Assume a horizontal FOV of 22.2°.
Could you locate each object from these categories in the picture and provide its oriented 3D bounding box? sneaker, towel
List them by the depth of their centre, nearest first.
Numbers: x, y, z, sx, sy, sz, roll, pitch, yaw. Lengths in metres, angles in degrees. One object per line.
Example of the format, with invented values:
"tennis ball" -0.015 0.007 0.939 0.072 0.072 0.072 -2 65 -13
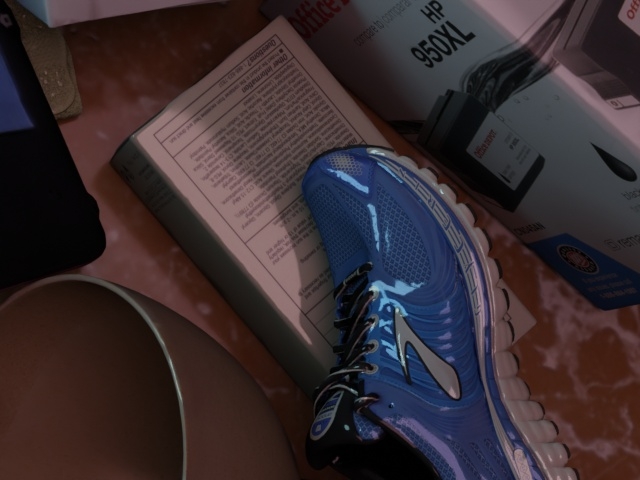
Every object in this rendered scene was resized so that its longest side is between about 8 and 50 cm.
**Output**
"sneaker" 0.053 0.084 1.106 0.147 0.130 0.330 -14 69 -24
"towel" -0.263 -0.130 1.244 0.148 0.027 0.110 -17 87 -18

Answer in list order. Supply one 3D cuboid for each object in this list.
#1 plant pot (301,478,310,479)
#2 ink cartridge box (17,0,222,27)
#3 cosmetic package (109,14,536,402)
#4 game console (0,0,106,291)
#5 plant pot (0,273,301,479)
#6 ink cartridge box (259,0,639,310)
"plant pot" 0.063 0.288 1.209 0.187 0.188 0.167 10 91 -15
"ink cartridge box" -0.140 -0.312 1.167 0.197 0.198 0.270 -13 111 -18
"cosmetic package" 0.000 0.000 1.258 0.160 0.113 0.309 -40 95 -17
"game console" -0.321 -0.131 1.090 0.342 0.060 0.386 -21 87 -54
"plant pot" -0.123 0.179 1.140 0.191 0.284 0.284 16 76 -45
"ink cartridge box" 0.174 -0.140 1.236 0.395 0.285 0.166 41 74 -7
